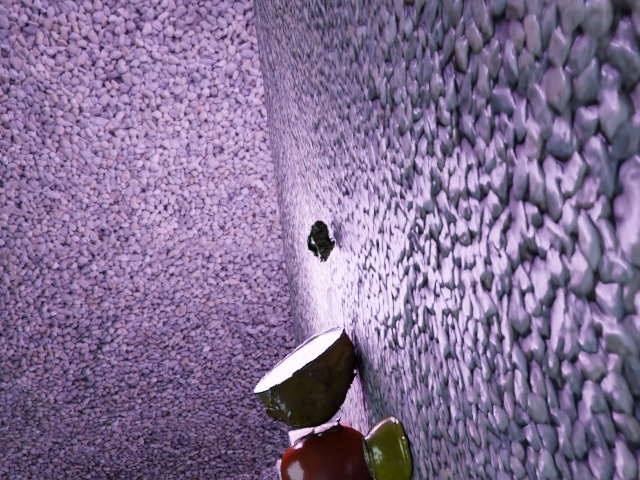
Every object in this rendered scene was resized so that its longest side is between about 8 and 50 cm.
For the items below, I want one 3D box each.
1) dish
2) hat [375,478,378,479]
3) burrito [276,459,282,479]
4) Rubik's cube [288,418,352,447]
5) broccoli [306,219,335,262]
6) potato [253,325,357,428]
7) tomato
[{"bbox_3d":[0.134,0.451,1.335,0.207,0.080,0.148,92,164,-61],"label":"dish"},{"bbox_3d":[0.101,0.615,1.473,0.112,0.163,0.093,97,158,-75],"label":"hat"},{"bbox_3d":[-0.097,0.764,1.925,0.064,0.064,0.203,90,168,-51],"label":"burrito"},{"bbox_3d":[0.022,0.716,1.963,0.207,0.205,0.205,-113,14,-50],"label":"Rubik's cube"},{"bbox_3d":[0.000,0.000,1.662,0.095,0.097,0.092,34,167,18],"label":"broccoli"},{"bbox_3d":[-0.002,0.382,1.691,0.196,0.300,0.246,51,-167,-6],"label":"potato"},{"bbox_3d":[0.022,0.606,1.684,0.256,0.256,0.224,121,130,-77],"label":"tomato"}]
